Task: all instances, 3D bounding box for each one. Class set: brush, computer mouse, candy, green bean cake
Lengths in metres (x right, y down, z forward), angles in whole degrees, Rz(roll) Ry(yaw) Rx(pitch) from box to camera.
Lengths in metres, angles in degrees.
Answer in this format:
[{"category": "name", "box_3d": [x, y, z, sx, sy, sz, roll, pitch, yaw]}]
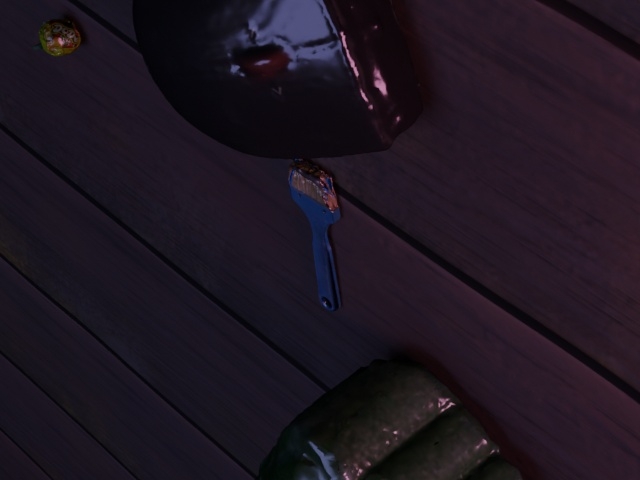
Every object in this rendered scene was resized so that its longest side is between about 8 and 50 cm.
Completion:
[{"category": "brush", "box_3d": [0.000, 0.000, 1.218, 0.051, 0.014, 0.164, 33, 148, 36]}, {"category": "computer mouse", "box_3d": [-0.055, -0.138, 1.048, 0.269, 0.100, 0.170, 8, 131, 55]}, {"category": "candy", "box_3d": [-0.253, -0.185, 1.391, 0.123, 0.035, 0.035, 1, 113, 68]}, {"category": "green bean cake", "box_3d": [0.074, 0.281, 1.266, 0.300, 0.169, 0.308, 48, 151, 12]}]
